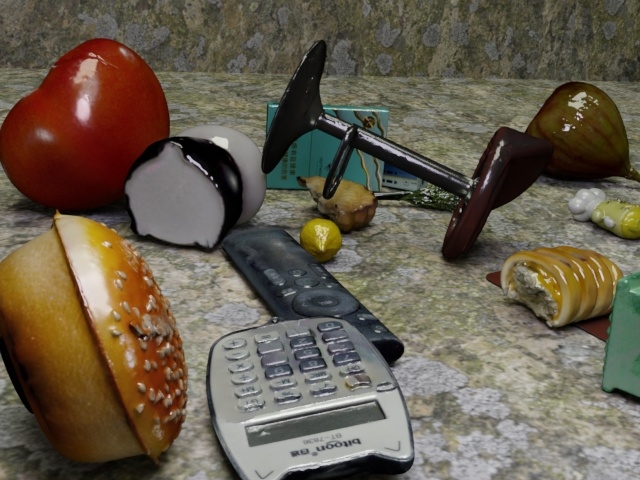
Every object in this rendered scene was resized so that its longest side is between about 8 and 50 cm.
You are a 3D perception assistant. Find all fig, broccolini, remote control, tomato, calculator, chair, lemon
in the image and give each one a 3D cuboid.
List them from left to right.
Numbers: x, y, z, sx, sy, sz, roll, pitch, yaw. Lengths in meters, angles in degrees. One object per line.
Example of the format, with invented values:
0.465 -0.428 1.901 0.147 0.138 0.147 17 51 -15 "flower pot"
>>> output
-0.372 -0.173 1.306 0.226 0.298 0.298 43 11 -18 "tomato"
-0.026 0.063 1.026 0.107 0.044 0.377 -11 24 -19 "remote control"
-0.018 0.142 0.759 0.177 0.040 0.268 -8 29 -10 "calculator"
0.000 0.000 1.173 0.065 0.065 0.092 4 15 0 "lemon"
0.141 -0.078 1.466 0.239 0.051 0.054 -1 -24 3 "broccolini"
0.135 -0.124 1.217 0.401 0.227 0.226 24 22 4 "chair"
0.603 -0.195 1.708 0.321 0.217 0.217 34 28 13 "fig"

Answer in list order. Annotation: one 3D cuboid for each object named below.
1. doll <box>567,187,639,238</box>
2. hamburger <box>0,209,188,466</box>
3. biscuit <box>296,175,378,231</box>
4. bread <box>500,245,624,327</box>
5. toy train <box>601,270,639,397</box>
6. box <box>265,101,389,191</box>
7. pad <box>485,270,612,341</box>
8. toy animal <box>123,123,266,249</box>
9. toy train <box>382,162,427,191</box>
0.512 -0.048 1.414 0.106 0.062 0.162 -2 19 -30 "doll"
-0.194 0.084 0.688 0.147 0.237 0.237 -24 30 -23 "hamburger"
0.035 -0.060 1.357 0.118 0.061 0.183 -2 23 -22 "biscuit"
0.321 0.054 1.056 0.177 0.084 0.119 -5 22 -35 "bread"
0.449 0.105 0.857 0.266 0.145 0.202 -11 22 -38 "toy train"
0.009 -0.176 1.519 0.229 0.162 0.041 1 20 -7 "box"
0.375 0.082 1.110 0.181 0.004 0.267 -10 24 -32 "pad"
-0.183 -0.092 1.250 0.187 0.165 0.235 11 19 11 "toy animal"
0.105 -0.144 1.617 0.233 0.051 0.052 13 21 34 "toy train"
